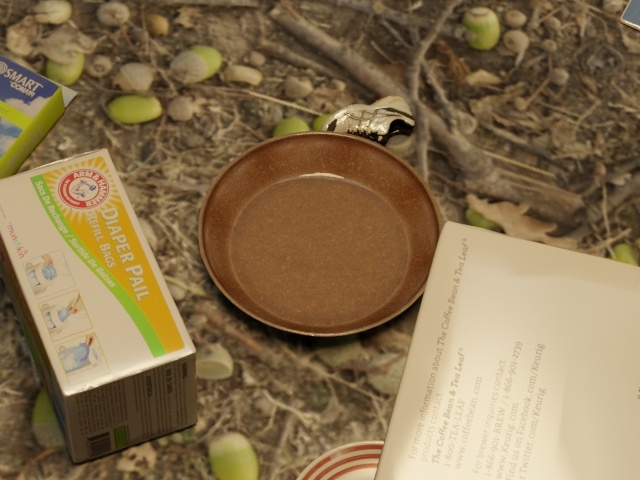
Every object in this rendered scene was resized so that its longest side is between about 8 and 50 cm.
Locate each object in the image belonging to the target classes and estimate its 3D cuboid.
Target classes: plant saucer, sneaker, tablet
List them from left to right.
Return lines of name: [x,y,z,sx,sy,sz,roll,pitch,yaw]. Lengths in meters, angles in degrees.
plant saucer: [0.000,0.000,1.557,0.199,0.036,0.198,1,57,-1]
sneaker: [0.041,-0.096,1.623,0.083,0.032,0.037,-20,60,-14]
tablet: [0.310,-0.217,1.728,0.054,0.006,0.083,24,60,12]

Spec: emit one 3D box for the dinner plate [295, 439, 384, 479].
dinner plate: [0.042,0.215,1.431,0.141,0.017,0.141,1,58,-1]

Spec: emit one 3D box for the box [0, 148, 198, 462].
box: [-0.177,0.048,1.472,0.103,0.114,0.203,-18,59,-14]

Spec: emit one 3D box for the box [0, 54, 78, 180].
box: [-0.296,-0.094,1.600,0.109,0.042,0.178,27,61,14]

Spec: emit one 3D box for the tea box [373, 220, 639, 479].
tea box: [0.135,0.221,1.235,0.220,0.323,0.329,14,65,6]
